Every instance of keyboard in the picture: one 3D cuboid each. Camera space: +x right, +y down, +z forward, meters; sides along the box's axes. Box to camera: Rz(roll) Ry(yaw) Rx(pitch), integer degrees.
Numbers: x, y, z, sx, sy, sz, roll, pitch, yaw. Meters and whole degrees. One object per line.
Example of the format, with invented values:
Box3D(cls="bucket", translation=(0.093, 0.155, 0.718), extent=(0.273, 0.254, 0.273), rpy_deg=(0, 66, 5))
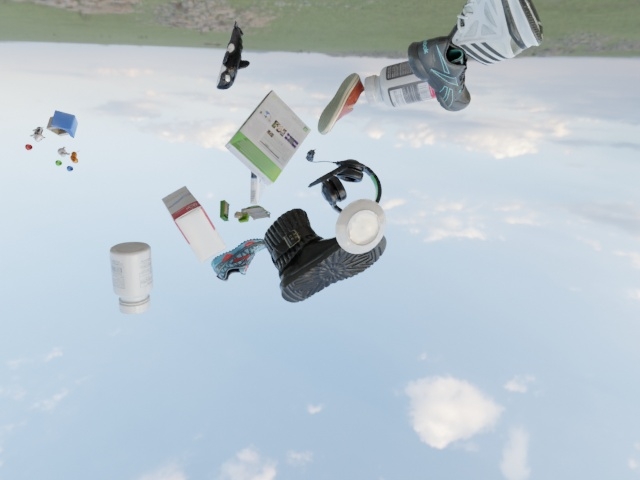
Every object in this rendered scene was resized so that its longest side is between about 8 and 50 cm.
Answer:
Box3D(cls="keyboard", translation=(0.036, -0.250, 1.622), extent=(0.108, 0.023, 0.180), rpy_deg=(-17, -165, 43))

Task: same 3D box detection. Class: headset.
Box3D(cls="headset", translation=(0.091, -0.269, 1.944), extent=(0.394, 0.243, 0.185), rpy_deg=(41, 172, -5))

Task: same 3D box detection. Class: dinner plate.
Box3D(cls="dinner plate", translation=(0.103, -0.032, 1.048), extent=(0.141, 0.141, 0.017), rpy_deg=(-8, -161, -21))

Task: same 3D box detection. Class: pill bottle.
Box3D(cls="pill bottle", translation=(-0.644, 0.129, 1.469), extent=(0.131, 0.229, 0.131), rpy_deg=(3, -162, -1))
Box3D(cls="pill bottle", translation=(0.358, -0.674, 1.841), extent=(0.319, 0.176, 0.176), rpy_deg=(-5, -161, 25))

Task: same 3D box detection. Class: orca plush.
Box3D(cls="orca plush", translation=(-0.338, -0.732, 1.737), extent=(0.102, 0.287, 0.151), rpy_deg=(16, 155, -17))

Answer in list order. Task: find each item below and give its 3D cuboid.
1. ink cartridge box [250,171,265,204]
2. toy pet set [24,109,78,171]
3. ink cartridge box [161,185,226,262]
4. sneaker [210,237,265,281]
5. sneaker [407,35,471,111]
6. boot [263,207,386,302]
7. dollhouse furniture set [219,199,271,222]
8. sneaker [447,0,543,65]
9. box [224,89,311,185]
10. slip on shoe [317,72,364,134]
Box3D(cls="ink cartridge box", translation=(-0.299, -0.304, 2.056), extent=(0.045, 0.206, 0.208), rpy_deg=(6, -154, 1))
Box3D(cls="toy pet set", translation=(-0.629, -0.247, 1.047), extent=(0.065, 0.114, 0.122), rpy_deg=(-2, 161, 24))
Box3D(cls="ink cartridge box", translation=(-0.537, -0.076, 1.806), extent=(0.131, 0.226, 0.306), rpy_deg=(-32, -146, -11))
Box3D(cls="sneaker", translation=(-0.333, 0.090, 1.852), extent=(0.262, 0.104, 0.125), rpy_deg=(-29, -110, -2))
Box3D(cls="sneaker", translation=(0.328, -0.415, 1.081), extent=(0.106, 0.101, 0.267), rpy_deg=(-13, 156, 40))
Box3D(cls="boot", translation=(-0.003, -0.002, 1.255), extent=(0.348, 0.131, 0.260), rpy_deg=(-27, -134, 8))
Box3D(cls="dollhouse furniture set", translation=(-0.228, -0.098, 1.301), extent=(0.152, 0.058, 0.076), rpy_deg=(-8, 158, 15))
Box3D(cls="sneaker", translation=(0.478, -0.757, 1.332), extent=(0.257, 0.447, 0.169), rpy_deg=(-18, -161, 43))
Box3D(cls="box", translation=(-0.204, -0.413, 1.722), extent=(0.058, 0.232, 0.322), rpy_deg=(-13, -140, 54))
Box3D(cls="slip on shoe", translation=(0.098, -0.597, 1.911), extent=(0.123, 0.101, 0.331), rpy_deg=(8, -118, 53))
